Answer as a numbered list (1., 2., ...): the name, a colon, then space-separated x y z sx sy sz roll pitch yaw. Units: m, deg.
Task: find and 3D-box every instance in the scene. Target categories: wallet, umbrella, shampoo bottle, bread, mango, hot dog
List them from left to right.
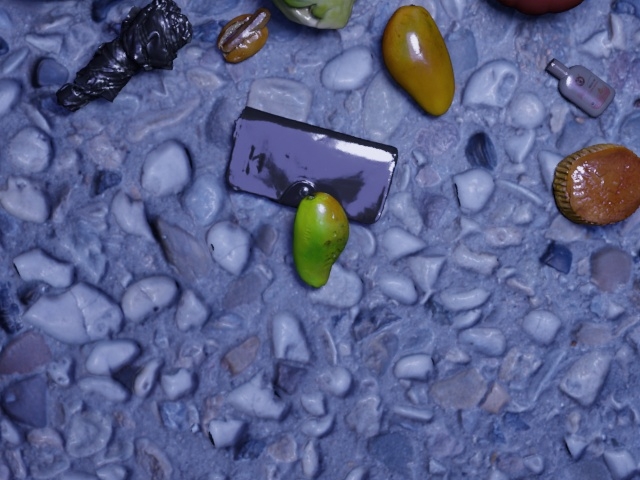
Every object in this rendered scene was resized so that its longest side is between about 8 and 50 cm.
1. umbrella: -0.420 -0.384 1.480 0.336 0.128 0.154 -46 78 7
2. hot dog: -0.165 -0.459 1.508 0.140 0.060 0.089 -31 99 -3
3. wallet: -0.025 -0.166 1.536 0.378 0.051 0.197 16 95 -1
4. mango: 0.000 0.000 1.505 0.126 0.111 0.232 7 119 14
5. mango: 0.217 -0.394 1.500 0.139 0.113 0.253 -25 101 -4
6. shampoo bottle: 0.591 -0.357 1.547 0.165 0.040 0.080 36 94 -5
7. bread: 0.636 -0.125 1.532 0.199 0.104 0.199 0 96 -3

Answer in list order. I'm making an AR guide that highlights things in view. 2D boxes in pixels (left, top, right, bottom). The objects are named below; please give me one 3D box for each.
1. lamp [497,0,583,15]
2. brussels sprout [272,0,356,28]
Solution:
1. lamp: 0.475 -0.627 1.413 0.303 0.257 0.302 0 93 9
2. brussels sprout: -0.021 -0.619 1.391 0.289 0.281 0.354 -30 124 -32
